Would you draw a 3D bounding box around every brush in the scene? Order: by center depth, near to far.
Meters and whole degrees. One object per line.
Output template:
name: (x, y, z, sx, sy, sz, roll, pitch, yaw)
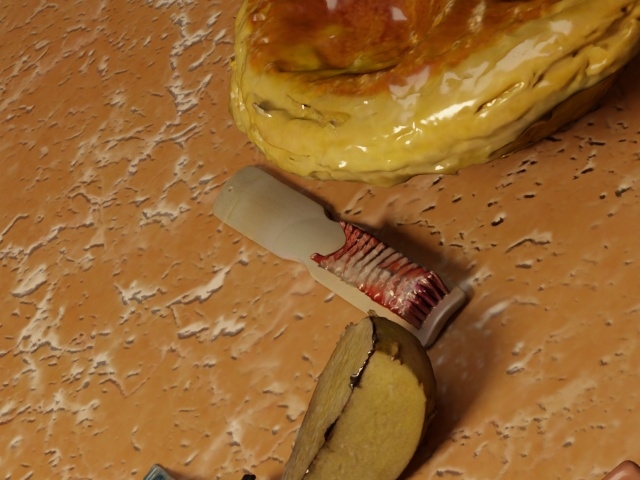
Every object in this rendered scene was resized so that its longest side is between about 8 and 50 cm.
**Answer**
brush: (0.000, 0.000, 1.481, 0.060, 0.050, 0.321, -51, 40, -6)

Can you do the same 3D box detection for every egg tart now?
egg tart: (0.124, -0.194, 1.458, 0.443, 0.178, 0.443, -23, 42, 22)

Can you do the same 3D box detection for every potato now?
potato: (0.039, 0.139, 1.318, 0.100, 0.089, 0.172, -98, 31, -66)

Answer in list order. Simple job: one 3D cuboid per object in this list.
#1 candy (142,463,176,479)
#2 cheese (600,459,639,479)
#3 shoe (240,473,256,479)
candy: (-0.134, 0.224, 1.384, 0.088, 0.038, 0.136, -53, 26, -12)
cheese: (0.199, 0.250, 1.060, 0.128, 0.203, 0.177, -40, 71, -5)
shoe: (-0.076, 0.249, 1.311, 0.053, 0.062, 0.159, 31, 53, 5)
